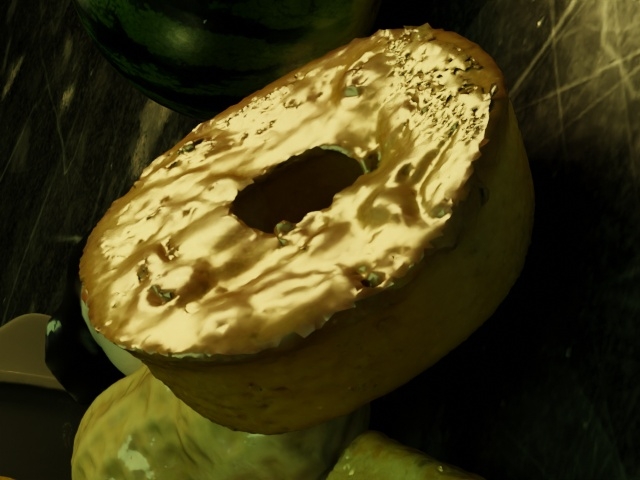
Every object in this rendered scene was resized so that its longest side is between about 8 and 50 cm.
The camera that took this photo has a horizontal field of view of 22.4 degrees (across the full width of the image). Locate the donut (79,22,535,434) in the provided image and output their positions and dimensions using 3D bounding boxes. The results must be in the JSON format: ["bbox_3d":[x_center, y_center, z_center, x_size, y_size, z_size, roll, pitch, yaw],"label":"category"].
[{"bbox_3d":[0.003,-0.001,0.944,0.277,0.108,0.278,-24,32,16],"label":"donut"}]

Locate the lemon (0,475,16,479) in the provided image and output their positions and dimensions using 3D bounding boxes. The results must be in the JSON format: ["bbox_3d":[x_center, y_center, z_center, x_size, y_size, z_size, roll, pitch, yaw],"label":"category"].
[{"bbox_3d":[-0.261,0.310,1.120,0.297,0.297,0.297,-45,35,45],"label":"lemon"}]

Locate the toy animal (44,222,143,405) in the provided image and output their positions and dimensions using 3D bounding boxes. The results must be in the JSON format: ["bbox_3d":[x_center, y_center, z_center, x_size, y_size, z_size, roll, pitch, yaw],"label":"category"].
[{"bbox_3d":[-0.129,0.055,1.284,0.179,0.138,0.166,-2,91,56],"label":"toy animal"}]

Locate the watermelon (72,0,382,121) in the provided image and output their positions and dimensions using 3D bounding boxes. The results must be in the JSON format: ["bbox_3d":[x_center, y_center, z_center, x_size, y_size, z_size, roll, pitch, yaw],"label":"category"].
[{"bbox_3d":[-0.065,-0.216,1.193,0.269,0.269,0.269,-45,35,45],"label":"watermelon"}]

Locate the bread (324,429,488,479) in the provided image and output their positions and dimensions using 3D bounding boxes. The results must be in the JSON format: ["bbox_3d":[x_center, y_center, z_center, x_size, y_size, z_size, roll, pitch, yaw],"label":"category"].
[{"bbox_3d":[0.061,0.168,0.827,0.114,0.083,0.211,-54,21,-8],"label":"bread"}]

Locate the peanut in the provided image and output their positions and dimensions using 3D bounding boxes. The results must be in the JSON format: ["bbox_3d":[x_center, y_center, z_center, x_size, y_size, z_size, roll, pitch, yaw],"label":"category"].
[{"bbox_3d":[-0.070,0.134,1.098,0.305,0.147,0.147,-38,40,44],"label":"peanut"}]

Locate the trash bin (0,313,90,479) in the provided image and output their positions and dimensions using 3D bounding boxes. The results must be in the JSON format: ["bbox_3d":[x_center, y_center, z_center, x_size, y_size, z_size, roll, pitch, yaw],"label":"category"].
[{"bbox_3d":[-0.275,0.228,1.409,0.209,0.182,0.290,-42,43,49],"label":"trash bin"}]
